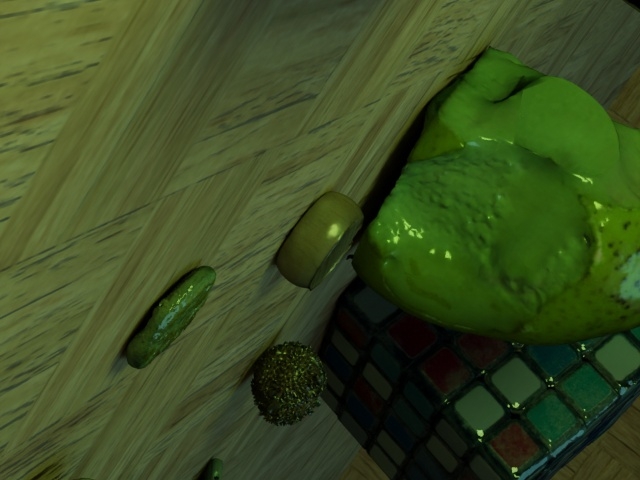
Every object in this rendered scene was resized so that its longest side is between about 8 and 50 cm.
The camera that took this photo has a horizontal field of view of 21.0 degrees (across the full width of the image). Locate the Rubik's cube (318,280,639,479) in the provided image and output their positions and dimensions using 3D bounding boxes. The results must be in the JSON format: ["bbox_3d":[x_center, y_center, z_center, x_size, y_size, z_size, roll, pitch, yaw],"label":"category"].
[{"bbox_3d":[0.195,0.140,1.998,0.292,0.287,0.293,-36,165,-20],"label":"Rubik's cube"}]

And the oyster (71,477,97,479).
[{"bbox_3d":[-0.217,0.268,1.237,0.294,0.094,0.166,-45,156,20],"label":"oyster"}]

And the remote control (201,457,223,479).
[{"bbox_3d":[-0.126,0.282,1.868,0.124,0.018,0.053,116,-17,-53],"label":"remote control"}]

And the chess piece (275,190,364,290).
[{"bbox_3d":[0.000,0.000,1.391,0.083,0.038,0.083,-51,169,-14],"label":"chess piece"}]

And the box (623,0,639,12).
[{"bbox_3d":[0.144,-0.189,0.857,0.084,0.198,0.310,-56,170,17],"label":"box"}]

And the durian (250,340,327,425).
[{"bbox_3d":[-0.032,0.138,1.650,0.080,0.080,0.091,-58,176,31],"label":"durian"}]

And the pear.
[{"bbox_3d":[0.190,0.001,1.598,0.286,0.282,0.176,-60,177,37],"label":"pear"}]

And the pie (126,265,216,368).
[{"bbox_3d":[-0.100,0.052,1.143,0.085,0.017,0.085,-50,172,-9],"label":"pie"}]
